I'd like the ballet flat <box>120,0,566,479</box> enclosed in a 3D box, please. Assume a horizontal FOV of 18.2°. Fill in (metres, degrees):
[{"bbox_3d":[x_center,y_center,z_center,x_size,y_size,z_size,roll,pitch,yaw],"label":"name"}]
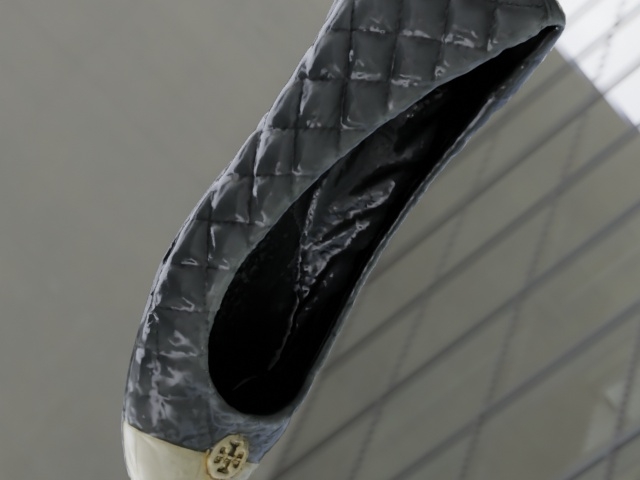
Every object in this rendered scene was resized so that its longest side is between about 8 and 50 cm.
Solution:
[{"bbox_3d":[0.000,0.000,0.503,0.049,0.173,0.057,38,-164,36],"label":"ballet flat"}]
